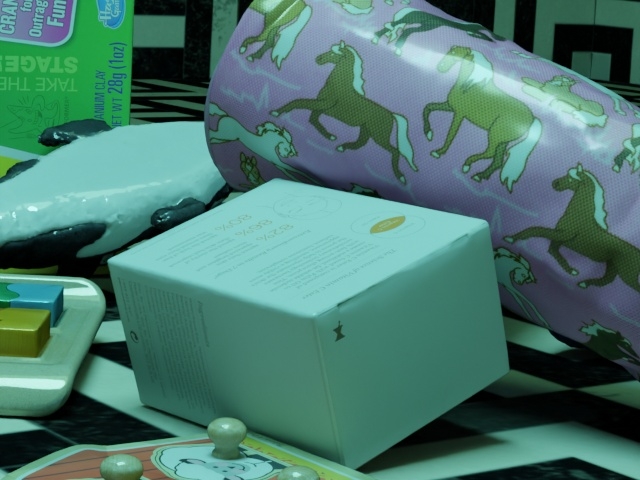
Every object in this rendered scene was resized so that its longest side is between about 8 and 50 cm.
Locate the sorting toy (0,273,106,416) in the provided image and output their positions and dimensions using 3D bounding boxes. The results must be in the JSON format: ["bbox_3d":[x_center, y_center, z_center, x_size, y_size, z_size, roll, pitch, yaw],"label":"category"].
[{"bbox_3d":[-0.230,0.048,1.104,0.193,0.038,0.208,3,14,-1],"label":"sorting toy"}]

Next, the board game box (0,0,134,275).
[{"bbox_3d":[-0.298,-0.093,1.379,0.316,0.242,0.064,-1,11,-21],"label":"board game box"}]

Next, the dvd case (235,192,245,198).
[{"bbox_3d":[0.000,0.000,1.284,0.179,0.030,0.238,-37,25,-19],"label":"dvd case"}]

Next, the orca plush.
[{"bbox_3d":[-0.165,0.003,1.330,0.151,0.102,0.287,21,33,21],"label":"orca plush"}]

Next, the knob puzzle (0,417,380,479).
[{"bbox_3d":[-0.062,0.111,0.854,0.213,0.030,0.213,3,9,-1],"label":"knob puzzle"}]

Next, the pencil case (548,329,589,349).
[{"bbox_3d":[0.280,0.030,1.163,0.306,0.133,0.119,10,45,41],"label":"pencil case"}]

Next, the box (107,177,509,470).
[{"bbox_3d":[-0.007,0.040,1.014,0.130,0.091,0.170,-27,27,-36],"label":"box"}]

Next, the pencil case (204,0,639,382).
[{"bbox_3d":[0.120,-0.027,1.081,0.386,0.160,0.167,28,20,28],"label":"pencil case"}]
